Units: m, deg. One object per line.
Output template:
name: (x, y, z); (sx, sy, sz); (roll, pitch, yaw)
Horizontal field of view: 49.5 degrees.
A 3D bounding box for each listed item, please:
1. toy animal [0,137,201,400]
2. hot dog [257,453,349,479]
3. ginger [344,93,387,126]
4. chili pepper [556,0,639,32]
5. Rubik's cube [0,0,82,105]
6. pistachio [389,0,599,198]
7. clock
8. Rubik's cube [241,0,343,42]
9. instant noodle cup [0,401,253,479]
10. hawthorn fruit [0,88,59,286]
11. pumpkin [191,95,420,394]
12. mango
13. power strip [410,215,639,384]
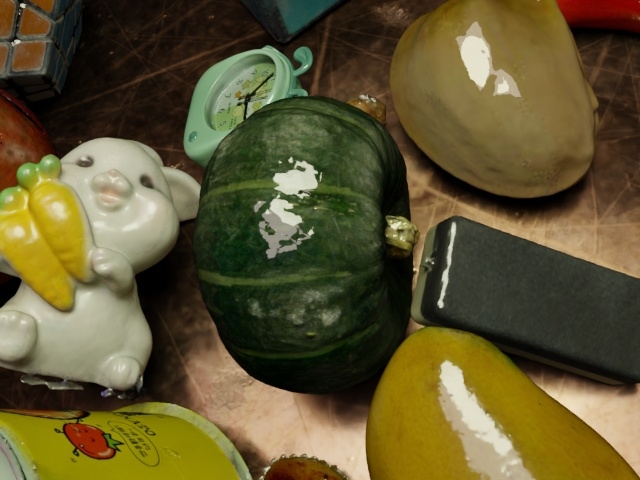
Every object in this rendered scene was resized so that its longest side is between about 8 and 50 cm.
toy animal: (-0.248, 0.013, 0.792); (0.183, 0.247, 0.310); (10, 80, 7)
hot dog: (0.007, 0.341, 0.670); (0.162, 0.082, 0.270); (-38, 65, -3)
ginger: (0.014, -0.111, 0.866); (0.162, 0.073, 0.103); (-22, 47, 18)
chili pepper: (0.378, -0.268, 0.838); (0.368, 0.092, 0.137); (18, 84, 22)
Rubik's cube: (-0.485, -0.326, 0.964); (0.264, 0.319, 0.319); (13, 69, -11)
pistachio: (0.198, -0.163, 0.803); (0.213, 0.163, 0.260); (-25, 76, 24)
clock: (-0.087, -0.172, 0.885); (0.188, 0.060, 0.148); (-11, 57, 33)
Rubik's cube: (-0.049, -0.519, 0.918); (0.316, 0.318, 0.313); (-36, 66, -2)
instant noodle cup: (-0.247, 0.292, 0.620); (0.325, 0.254, 0.325); (-10, 67, 24)
hawthorn fruit: (-0.470, -0.052, 0.835); (0.316, 0.316, 0.316); (-5, 67, 11)
pumpkin: (0.000, 0.000, 0.699); (0.207, 0.300, 0.300); (-6, 66, 17)
mango: (0.159, 0.226, 0.616); (0.211, 0.173, 0.317); (-41, 75, 17)
power strip: (0.211, 0.060, 0.688); (0.257, 0.070, 0.105); (19, 69, -14)
